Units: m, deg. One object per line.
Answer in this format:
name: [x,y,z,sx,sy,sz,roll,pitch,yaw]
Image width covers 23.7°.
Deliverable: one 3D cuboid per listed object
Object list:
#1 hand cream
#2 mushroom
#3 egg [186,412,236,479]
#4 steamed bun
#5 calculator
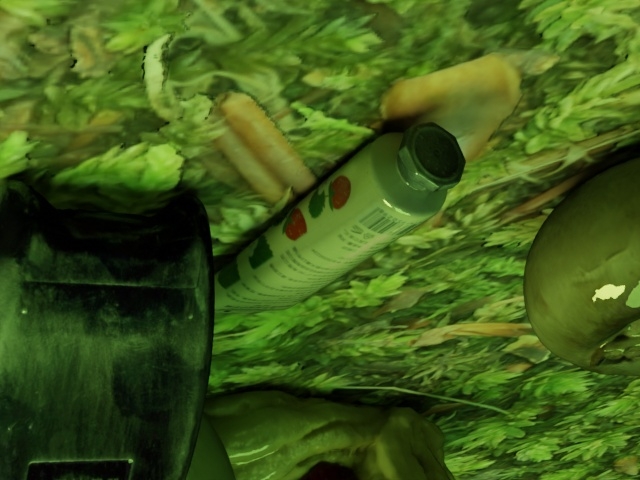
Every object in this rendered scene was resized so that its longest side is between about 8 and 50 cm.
hand cream: [0.000,0.000,1.028,0.095,0.059,0.276,2,156,-34]
mushroom: [0.256,0.031,1.080,0.226,0.178,0.226,-4,150,-3]
egg: [-0.186,0.225,1.157,0.258,0.258,0.352,-10,157,-10]
steamed bun: [0.048,0.256,1.457,0.247,0.189,0.428,-26,154,8]
calculator: [-0.150,0.099,0.952,0.177,0.268,0.040,3,-166,-34]
